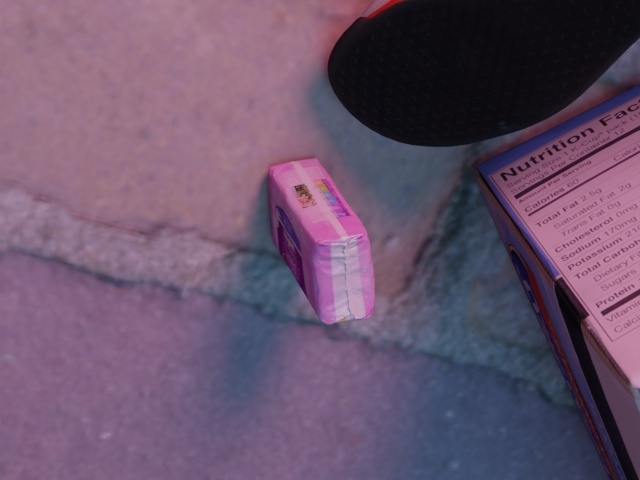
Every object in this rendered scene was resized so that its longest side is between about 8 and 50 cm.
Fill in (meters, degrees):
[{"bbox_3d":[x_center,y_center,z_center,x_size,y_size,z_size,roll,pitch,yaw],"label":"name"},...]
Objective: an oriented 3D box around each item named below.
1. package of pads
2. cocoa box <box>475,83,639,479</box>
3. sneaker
[{"bbox_3d":[0.000,0.000,0.830,0.032,0.083,0.050,-12,122,-15],"label":"package of pads"},{"bbox_3d":[0.265,0.089,0.863,0.231,0.228,0.347,-27,120,0],"label":"cocoa box"},{"bbox_3d":[0.124,-0.148,0.784,0.090,0.145,0.270,42,136,-17],"label":"sneaker"}]
